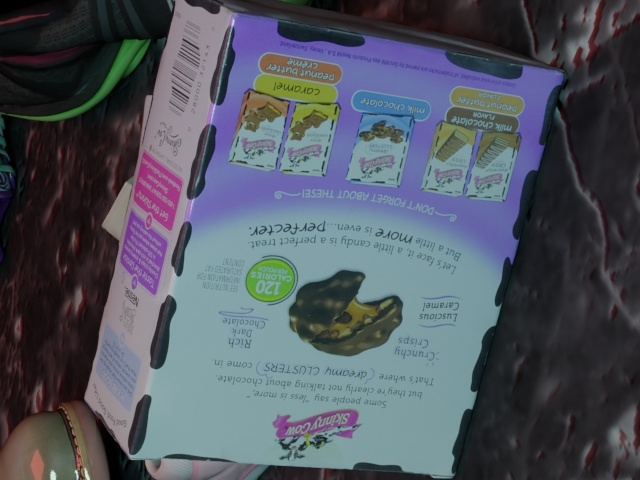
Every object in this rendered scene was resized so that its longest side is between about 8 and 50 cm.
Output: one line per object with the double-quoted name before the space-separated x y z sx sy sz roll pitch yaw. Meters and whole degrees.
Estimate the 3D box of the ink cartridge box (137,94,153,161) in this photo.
"ink cartridge box" -0.052 -0.014 0.967 0.052 0.089 0.122 5 89 53

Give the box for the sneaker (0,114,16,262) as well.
"sneaker" -0.262 -0.080 1.409 0.098 0.083 0.223 20 106 40

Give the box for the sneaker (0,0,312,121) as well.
"sneaker" -0.176 -0.187 1.120 0.483 0.202 0.185 -12 73 60

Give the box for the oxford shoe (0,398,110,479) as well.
"oxford shoe" -0.245 0.268 1.197 0.397 0.147 0.140 -66 32 27

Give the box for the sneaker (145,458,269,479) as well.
"sneaker" -0.051 0.092 0.968 0.134 0.070 0.051 -52 39 42

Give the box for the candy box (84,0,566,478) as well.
"candy box" 0.000 0.000 0.796 0.070 0.165 0.196 36 115 59

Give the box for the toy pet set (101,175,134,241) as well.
"toy pet set" -0.064 -0.029 1.040 0.065 0.114 0.122 38 128 6
